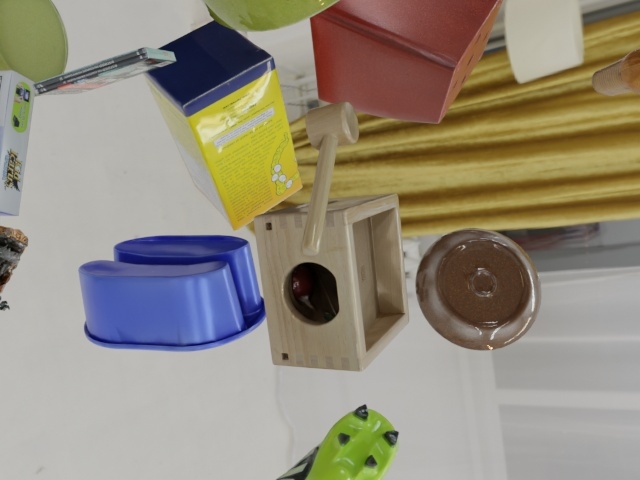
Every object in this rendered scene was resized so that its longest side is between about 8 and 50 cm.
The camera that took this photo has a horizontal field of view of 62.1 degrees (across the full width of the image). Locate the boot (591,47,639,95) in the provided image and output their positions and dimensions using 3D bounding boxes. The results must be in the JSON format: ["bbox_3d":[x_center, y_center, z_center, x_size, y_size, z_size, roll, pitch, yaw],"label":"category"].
[{"bbox_3d":[0.682,-0.302,0.970,0.295,0.211,0.104,-1,93,-18],"label":"boot"}]

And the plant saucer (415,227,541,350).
[{"bbox_3d":[0.249,0.070,0.829,0.036,0.199,0.198,82,9,-73],"label":"plant saucer"}]

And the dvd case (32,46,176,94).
[{"bbox_3d":[-0.216,-0.172,0.543,0.087,0.119,0.013,-79,154,-73],"label":"dvd case"}]

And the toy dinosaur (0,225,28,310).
[{"bbox_3d":[-0.551,0.112,0.770,0.164,0.322,0.218,22,29,-36],"label":"toy dinosaur"}]

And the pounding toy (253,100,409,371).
[{"bbox_3d":[-0.005,-0.004,0.441,0.181,0.094,0.206,-22,108,-62],"label":"pounding toy"}]

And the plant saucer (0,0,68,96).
[{"bbox_3d":[-0.617,-0.426,1.113,0.037,0.241,0.241,-46,124,-60],"label":"plant saucer"}]

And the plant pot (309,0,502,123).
[{"bbox_3d":[0.158,-0.361,0.921,0.267,0.236,0.267,-58,168,-13],"label":"plant pot"}]

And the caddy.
[{"bbox_3d":[-0.269,0.107,0.977,0.241,0.341,0.179,-59,147,-67],"label":"caddy"}]

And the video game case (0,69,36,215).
[{"bbox_3d":[-0.645,-0.167,0.938,0.061,0.270,0.244,30,63,-73],"label":"video game case"}]

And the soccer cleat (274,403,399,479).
[{"bbox_3d":[-0.016,0.169,0.318,0.179,0.060,0.072,-27,147,-41],"label":"soccer cleat"}]

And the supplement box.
[{"bbox_3d":[-0.190,-0.228,1.102,0.195,0.194,0.356,-35,147,-16],"label":"supplement box"}]

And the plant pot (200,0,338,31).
[{"bbox_3d":[-0.087,-0.412,0.510,0.293,0.275,0.274,42,48,-56],"label":"plant pot"}]
